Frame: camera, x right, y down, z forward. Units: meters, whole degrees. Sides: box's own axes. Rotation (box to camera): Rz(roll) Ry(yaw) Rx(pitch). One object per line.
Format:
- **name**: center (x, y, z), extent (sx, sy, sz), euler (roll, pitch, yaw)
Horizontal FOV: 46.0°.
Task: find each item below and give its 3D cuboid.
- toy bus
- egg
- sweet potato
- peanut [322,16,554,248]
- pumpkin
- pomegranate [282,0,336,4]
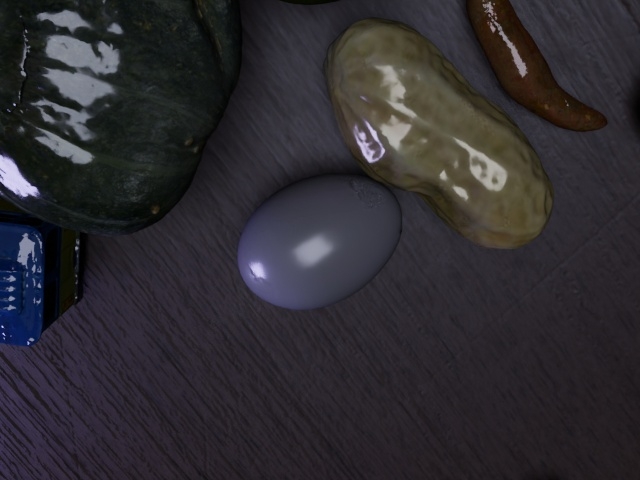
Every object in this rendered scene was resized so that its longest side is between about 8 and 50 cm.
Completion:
- **toy bus**: center (-0.434, 0.016, 0.869), extent (0.287, 0.175, 0.138), euler (7, 105, 0)
- **egg**: center (0.000, 0.000, 0.864), extent (0.198, 0.146, 0.147), euler (-22, 103, 0)
- **sweet potato**: center (0.229, -0.204, 0.852), extent (0.078, 0.058, 0.255), euler (-44, 104, -9)
- **peanut**: center (0.128, -0.109, 0.831), extent (0.313, 0.152, 0.152), euler (40, 102, -10)
- **pumpkin**: center (-0.231, -0.176, 0.766), extent (0.257, 0.291, 0.328), euler (17, 94, -32)
- **pomegranate**: center (0.018, -0.371, 0.742), extent (0.358, 0.216, 0.310), euler (10, 83, -34)
